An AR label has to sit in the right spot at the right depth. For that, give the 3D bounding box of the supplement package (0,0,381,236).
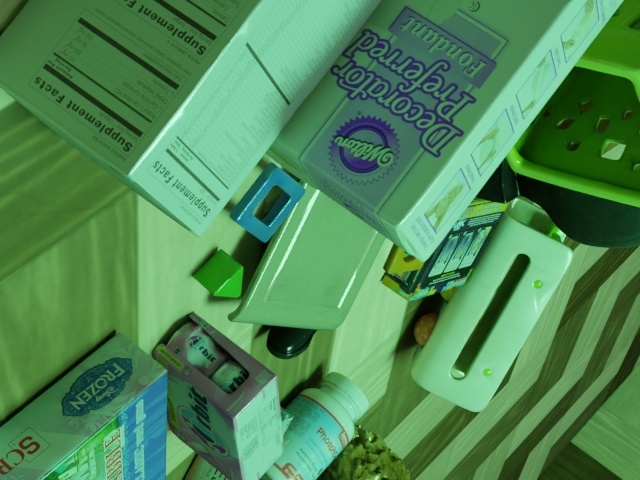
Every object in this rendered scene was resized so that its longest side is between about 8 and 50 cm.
[{"bbox_3d":[-0.073,-0.149,0.854,0.244,0.134,0.139,-53,159,-5],"label":"supplement package"}]

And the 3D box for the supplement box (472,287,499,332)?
[{"bbox_3d":[0.286,0.112,2.128,0.098,0.036,0.062,-44,157,-26],"label":"supplement box"}]

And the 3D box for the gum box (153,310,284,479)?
[{"bbox_3d":[-0.098,0.160,1.303,0.062,0.107,0.188,-44,157,-24],"label":"gum box"}]

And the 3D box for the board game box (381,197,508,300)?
[{"bbox_3d":[0.161,-0.002,1.684,0.170,0.048,0.141,-10,130,-60],"label":"board game box"}]

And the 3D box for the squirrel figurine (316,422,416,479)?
[{"bbox_3d":[0.043,0.439,1.744,0.370,0.281,0.397,-23,138,-40],"label":"squirrel figurine"}]

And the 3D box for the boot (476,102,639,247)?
[{"bbox_3d":[0.350,-0.104,1.640,0.280,0.264,0.096,-33,125,-39],"label":"boot"}]

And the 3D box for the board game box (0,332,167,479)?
[{"bbox_3d":[-0.269,0.280,1.185,0.318,0.066,0.318,-40,155,-32],"label":"board game box"}]

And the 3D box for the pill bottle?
[{"bbox_3d":[-0.016,0.238,1.619,0.160,0.087,0.087,-45,157,-23],"label":"pill bottle"}]

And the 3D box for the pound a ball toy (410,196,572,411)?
[{"bbox_3d":[0.220,0.087,1.873,0.319,0.136,0.208,-62,-177,20],"label":"pound a ball toy"}]

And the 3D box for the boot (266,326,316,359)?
[{"bbox_3d":[-0.009,0.062,1.429,0.121,0.045,0.099,-40,156,-44],"label":"boot"}]

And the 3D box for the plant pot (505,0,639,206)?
[{"bbox_3d":[0.317,-0.192,1.426,0.207,0.227,0.228,-53,138,-23],"label":"plant pot"}]

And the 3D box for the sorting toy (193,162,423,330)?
[{"bbox_3d":[0.000,0.000,1.324,0.348,0.047,0.196,11,112,-56],"label":"sorting toy"}]

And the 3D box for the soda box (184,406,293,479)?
[{"bbox_3d":[-0.104,0.257,1.498,0.058,0.063,0.183,-11,133,-60],"label":"soda box"}]

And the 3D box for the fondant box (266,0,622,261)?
[{"bbox_3d":[0.071,-0.188,0.954,0.330,0.238,0.096,-53,159,-3],"label":"fondant box"}]
